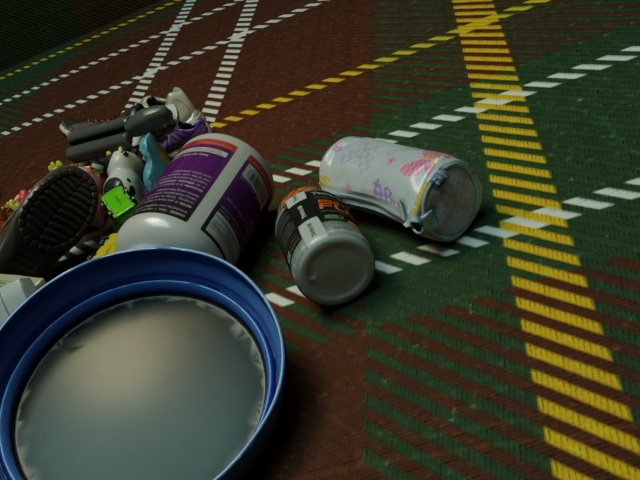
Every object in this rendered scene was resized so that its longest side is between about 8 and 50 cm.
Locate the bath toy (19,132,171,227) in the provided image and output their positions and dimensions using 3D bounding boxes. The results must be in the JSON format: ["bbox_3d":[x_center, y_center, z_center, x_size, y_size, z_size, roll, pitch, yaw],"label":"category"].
[{"bbox_3d":[-0.482,-0.104,1.702,0.348,0.129,0.151,-21,31,13],"label":"bath toy"}]

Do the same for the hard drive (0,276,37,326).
[{"bbox_3d":[-0.522,0.231,1.144,0.353,0.233,0.047,-25,0,5],"label":"hard drive"}]

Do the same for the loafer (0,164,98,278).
[{"bbox_3d":[-0.568,0.006,1.555,0.130,0.134,0.366,1,53,49],"label":"loafer"}]

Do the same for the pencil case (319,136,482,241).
[{"bbox_3d":[0.111,-0.080,1.209,0.124,0.113,0.273,-51,35,-10],"label":"pencil case"}]

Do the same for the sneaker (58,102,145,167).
[{"bbox_3d":[-0.473,-0.257,1.863,0.281,0.106,0.162,33,90,33],"label":"sneaker"}]

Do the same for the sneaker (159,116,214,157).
[{"bbox_3d":[-0.322,-0.235,1.825,0.170,0.071,0.068,-19,32,17],"label":"sneaker"}]

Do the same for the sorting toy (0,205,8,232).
[{"bbox_3d":[-0.811,-0.040,1.826,0.366,0.126,0.127,-2,4,36],"label":"sorting toy"}]

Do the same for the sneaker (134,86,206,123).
[{"bbox_3d":[-0.415,-0.278,1.922,0.292,0.118,0.110,-16,34,23],"label":"sneaker"}]

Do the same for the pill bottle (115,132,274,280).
[{"bbox_3d":[-0.206,-0.018,1.300,0.182,0.181,0.323,-8,36,30],"label":"pill bottle"}]

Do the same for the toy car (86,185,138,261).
[{"bbox_3d":[-0.355,-0.034,1.545,0.239,0.053,0.225,-34,41,-11],"label":"toy car"}]

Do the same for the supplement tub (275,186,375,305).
[{"bbox_3d":[0.000,0.000,1.172,0.117,0.117,0.190,-28,31,0],"label":"supplement tub"}]

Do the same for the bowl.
[{"bbox_3d":[-0.231,0.179,1.005,0.391,0.077,0.391,-4,50,5],"label":"bowl"}]

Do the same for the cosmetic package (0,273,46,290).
[{"bbox_3d":[-0.574,0.199,1.336,0.160,0.113,0.309,2,41,40],"label":"cosmetic package"}]

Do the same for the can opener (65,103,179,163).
[{"bbox_3d":[-0.430,-0.236,1.719,0.284,0.095,0.076,-12,66,19],"label":"can opener"}]

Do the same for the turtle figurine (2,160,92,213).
[{"bbox_3d":[-0.597,-0.126,1.867,0.270,0.087,0.217,-27,22,18],"label":"turtle figurine"}]
